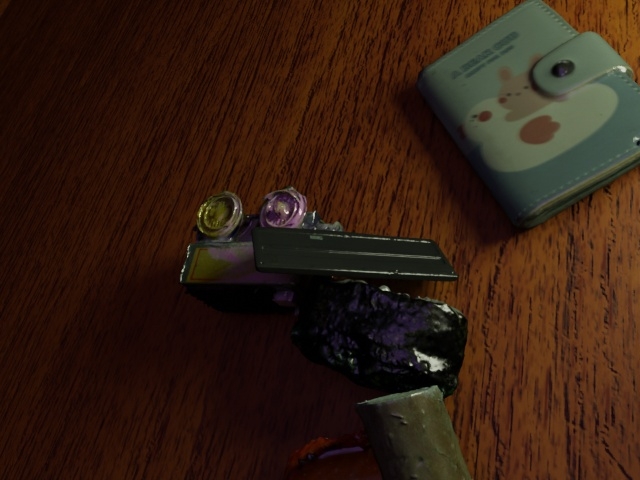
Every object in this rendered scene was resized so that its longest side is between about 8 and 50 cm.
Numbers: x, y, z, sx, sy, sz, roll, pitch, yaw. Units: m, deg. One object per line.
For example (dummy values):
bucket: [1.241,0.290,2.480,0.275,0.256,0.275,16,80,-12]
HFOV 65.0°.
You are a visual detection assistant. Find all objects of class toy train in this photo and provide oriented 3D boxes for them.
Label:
toy train: [-0.096,0.020,0.787,0.261,0.134,0.177,-1,63,26]

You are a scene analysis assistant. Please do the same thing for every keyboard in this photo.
keyboard: [-0.005,0.011,0.660,0.103,0.382,0.041,-107,32,-54]

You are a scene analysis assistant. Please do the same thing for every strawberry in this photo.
strawberry: [0.048,0.290,0.604,0.188,0.082,0.121,-11,88,5]

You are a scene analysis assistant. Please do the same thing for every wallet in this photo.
wallet: [0.317,-0.206,0.750,0.252,0.083,0.360,-31,54,14]

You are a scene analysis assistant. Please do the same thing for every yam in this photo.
yam: [0.119,0.277,0.508,0.093,0.093,0.259,-22,78,14]

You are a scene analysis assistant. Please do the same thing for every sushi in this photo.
sushi: [0.070,0.125,0.645,0.225,0.124,0.127,13,75,30]
